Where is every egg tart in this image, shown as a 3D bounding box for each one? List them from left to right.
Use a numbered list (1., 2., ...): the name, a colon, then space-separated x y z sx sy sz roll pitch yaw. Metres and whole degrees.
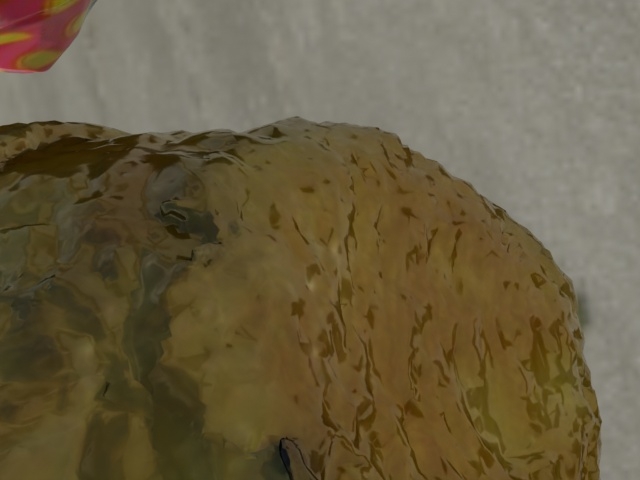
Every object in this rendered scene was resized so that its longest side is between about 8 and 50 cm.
1. egg tart: -0.006 0.083 0.695 0.153 0.351 0.339 -36 44 36

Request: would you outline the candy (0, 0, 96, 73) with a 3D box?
1. candy: -0.239 -0.096 0.784 0.124 0.365 0.124 23 123 40
